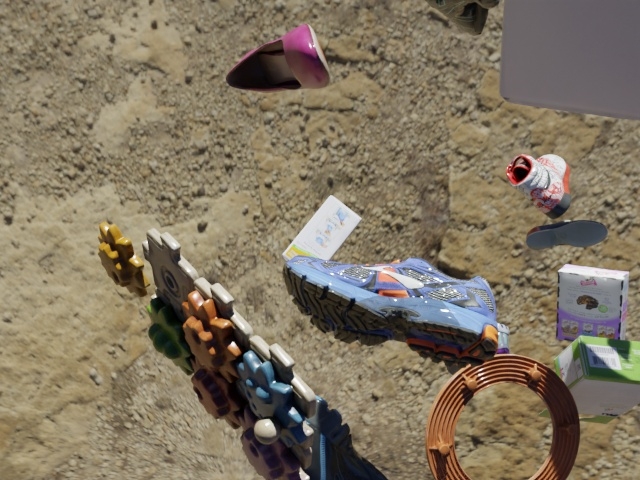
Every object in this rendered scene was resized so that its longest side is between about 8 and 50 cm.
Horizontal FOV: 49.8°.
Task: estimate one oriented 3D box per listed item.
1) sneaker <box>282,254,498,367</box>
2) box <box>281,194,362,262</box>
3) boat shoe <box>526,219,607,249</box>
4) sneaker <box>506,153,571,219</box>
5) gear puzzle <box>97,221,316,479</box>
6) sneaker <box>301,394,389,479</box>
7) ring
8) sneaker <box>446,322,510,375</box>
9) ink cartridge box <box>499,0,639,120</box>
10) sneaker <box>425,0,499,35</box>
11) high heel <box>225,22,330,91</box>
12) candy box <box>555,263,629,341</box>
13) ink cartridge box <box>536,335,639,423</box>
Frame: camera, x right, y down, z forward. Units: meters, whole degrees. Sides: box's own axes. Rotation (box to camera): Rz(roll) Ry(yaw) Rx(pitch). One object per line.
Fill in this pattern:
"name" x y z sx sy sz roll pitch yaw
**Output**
"sneaker" 0.068 0.056 0.680 0.221 0.083 0.087 16 50 11
"box" 0.000 0.000 1.785 0.103 0.114 0.203 39 81 2
"boat shoe" 0.432 -0.012 1.211 0.137 0.043 0.049 -10 105 26
"sneaker" 0.523 -0.172 1.669 0.145 0.090 0.270 37 33 -13
"gear puzzle" -0.129 0.086 0.642 0.044 0.175 0.339 -29 54 -30
"sneaker" 0.023 0.409 1.170 0.139 0.125 0.341 -44 115 -19
"ring" 0.375 0.398 1.390 0.336 0.032 0.336 0 91 -12
"sneaker" 0.380 0.293 1.682 0.083 0.223 0.098 17 46 -17
"ink cartridge box" 0.206 -0.241 0.435 0.117 0.201 0.278 13 51 22
"sneaker" 0.193 -0.354 0.945 0.106 0.267 0.101 13 95 6
"high heel" -0.092 -0.335 1.373 0.181 0.377 0.127 -23 102 -4
"candy box" 0.712 0.172 1.809 0.070 0.165 0.196 -23 115 -50
"ink cartridge box" 0.615 0.320 1.549 0.189 0.255 0.097 7 55 -8
